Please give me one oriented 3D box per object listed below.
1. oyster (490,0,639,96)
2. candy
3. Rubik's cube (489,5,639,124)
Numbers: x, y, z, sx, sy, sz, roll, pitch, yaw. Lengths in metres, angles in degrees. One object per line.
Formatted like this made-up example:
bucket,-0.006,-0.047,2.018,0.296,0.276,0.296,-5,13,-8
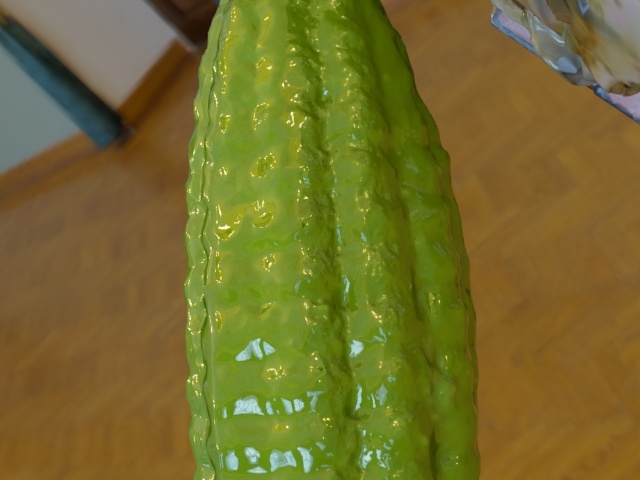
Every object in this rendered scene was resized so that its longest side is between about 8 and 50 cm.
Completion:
oyster,0.068,-0.147,0.513,0.107,0.201,0.354,-51,-5,6
candy,0.000,0.000,0.431,0.097,0.097,0.209,-11,83,55
Rubik's cube,0.294,-0.227,1.051,0.205,0.207,0.205,-32,-29,-42
